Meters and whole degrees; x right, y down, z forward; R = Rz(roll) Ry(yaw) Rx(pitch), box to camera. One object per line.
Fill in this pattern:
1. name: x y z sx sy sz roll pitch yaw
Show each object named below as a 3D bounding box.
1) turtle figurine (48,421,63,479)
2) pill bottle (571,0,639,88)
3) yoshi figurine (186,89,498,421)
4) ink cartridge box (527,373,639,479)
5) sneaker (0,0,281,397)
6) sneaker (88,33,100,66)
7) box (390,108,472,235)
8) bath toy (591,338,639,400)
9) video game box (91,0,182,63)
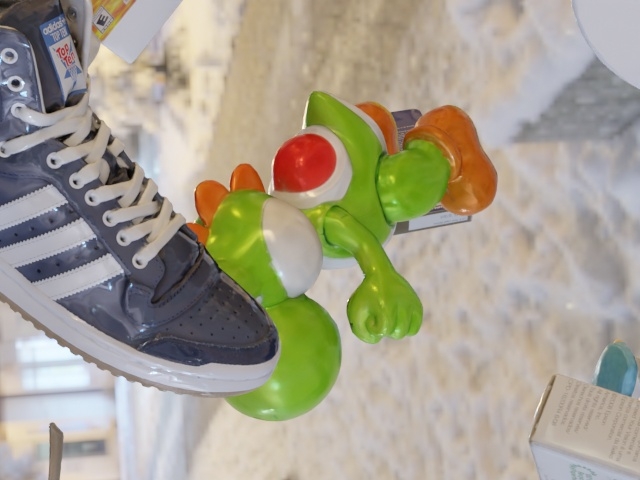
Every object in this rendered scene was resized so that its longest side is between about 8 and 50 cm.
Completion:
1. turtle figurine: -0.240 0.307 1.148 0.266 0.197 0.274 58 -159 -3
2. pill bottle: 0.260 -0.219 0.943 0.334 0.187 0.188 -57 -25 -55
3. yoshi figurine: 0.000 0.024 1.232 0.203 0.362 0.203 42 135 11
4. ink cartridge box: 0.330 0.229 1.090 0.071 0.330 0.324 -66 -21 -20
5. sneaker: -0.125 -0.036 0.794 0.153 0.282 0.099 -59 0 28
6. sneaker: -0.296 -0.223 1.502 0.106 0.123 0.290 -40 24 21
7. box: 0.102 -0.092 1.928 0.225 0.136 0.036 -112 15 -47
8. bath toy: 0.577 0.215 2.114 0.129 0.348 0.151 -110 20 -48
9. video game box: -0.158 -0.288 1.302 0.205 0.048 0.187 -50 46 7
